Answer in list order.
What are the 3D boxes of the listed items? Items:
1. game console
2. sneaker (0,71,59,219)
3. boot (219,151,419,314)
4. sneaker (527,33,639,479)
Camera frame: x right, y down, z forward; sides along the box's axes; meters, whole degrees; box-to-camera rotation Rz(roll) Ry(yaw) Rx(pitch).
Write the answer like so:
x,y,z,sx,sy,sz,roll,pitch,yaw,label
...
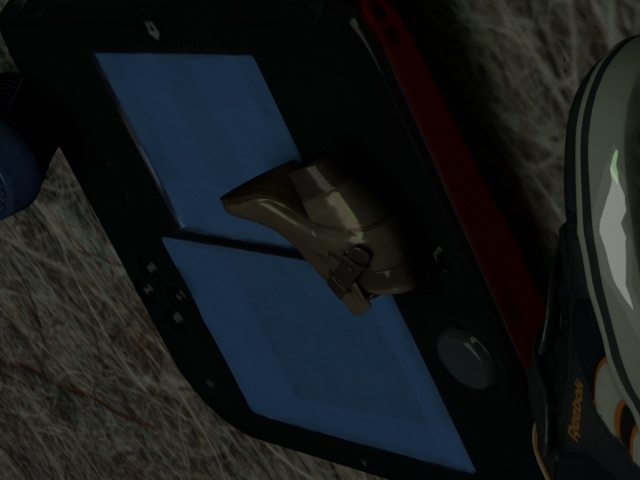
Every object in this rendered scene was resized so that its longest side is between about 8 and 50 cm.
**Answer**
x,y,z,sx,sy,sz,roll,pitch,yaw,label
-0.023,0.001,1.084,0.386,0.060,0.342,8,135,52,game console
-0.213,-0.074,1.231,0.232,0.090,0.081,23,140,64,sneaker
0.000,0.000,0.960,0.087,0.042,0.118,57,152,-11,boot
0.151,0.049,0.843,0.127,0.126,0.321,10,132,44,sneaker
